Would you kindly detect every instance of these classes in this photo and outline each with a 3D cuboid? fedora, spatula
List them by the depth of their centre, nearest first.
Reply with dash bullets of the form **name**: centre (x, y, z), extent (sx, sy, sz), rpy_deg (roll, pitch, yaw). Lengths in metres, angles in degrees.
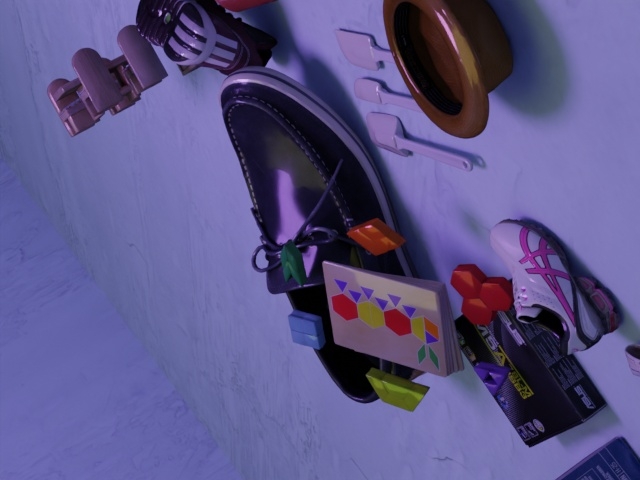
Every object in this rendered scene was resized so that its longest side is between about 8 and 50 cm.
- **fedora**: centre (0.139, -0.201, 1.481), extent (0.194, 0.079, 0.194), rpy_deg (55, 161, 29)
- **spatula**: centre (0.103, -0.164, 1.717), extent (0.242, 0.019, 0.168), rpy_deg (24, 135, 56)

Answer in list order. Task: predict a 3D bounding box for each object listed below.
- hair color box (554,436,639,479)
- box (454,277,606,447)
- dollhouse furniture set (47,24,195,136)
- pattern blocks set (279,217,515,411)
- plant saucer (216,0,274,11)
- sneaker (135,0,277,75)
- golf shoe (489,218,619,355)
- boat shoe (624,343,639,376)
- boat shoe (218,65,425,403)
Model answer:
- **hair color box**: centre (0.230, 0.384, 1.701), extent (0.105, 0.347, 0.174), rpy_deg (54, 160, 13)
- **box**: centre (0.250, 0.154, 1.773), extent (0.191, 0.045, 0.184), rpy_deg (56, 161, 7)
- **dollhouse furniture set**: centre (-0.299, -0.292, 2.153), extent (0.161, 0.242, 0.212), rpy_deg (61, 160, -5)
- **pattern blocks set**: centre (0.091, 0.096, 1.791), extent (0.324, 0.026, 0.285), rpy_deg (21, 134, 25)
- **plant saucer**: centre (-0.088, -0.397, 1.667), extent (0.258, 0.047, 0.259), rpy_deg (-6, 116, 47)
- **sneaker**: centre (-0.153, -0.288, 1.994), extent (0.106, 0.162, 0.281), rpy_deg (-61, 30, 19)
- **golf shoe**: centre (0.241, 0.048, 1.585), extent (0.186, 0.086, 0.067), rpy_deg (47, 159, 33)
- **boat shoe**: centre (0.351, 0.124, 1.507), extent (0.035, 0.035, 0.100), rpy_deg (60, 167, -10)
- **boat shoe**: centre (0.000, 0.000, 1.920), extent (0.186, 0.156, 0.500), rpy_deg (-10, 114, 44)
